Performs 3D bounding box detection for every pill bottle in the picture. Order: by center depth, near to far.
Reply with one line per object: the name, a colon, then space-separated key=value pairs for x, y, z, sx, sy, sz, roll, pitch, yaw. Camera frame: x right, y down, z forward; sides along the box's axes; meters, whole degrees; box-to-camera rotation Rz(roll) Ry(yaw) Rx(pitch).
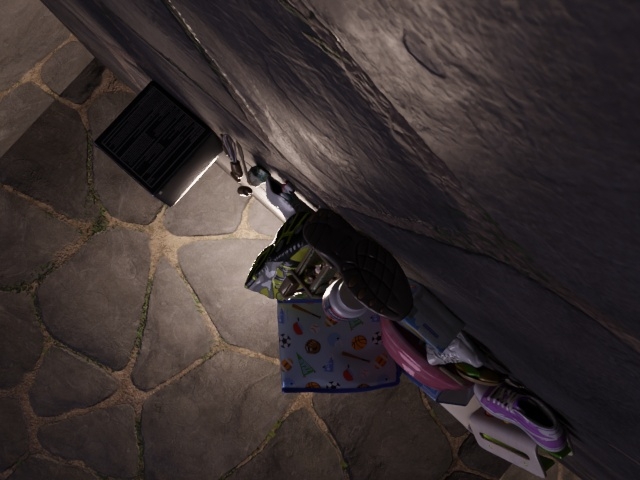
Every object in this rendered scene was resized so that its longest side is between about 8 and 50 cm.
pill bottle: x=0.069 y=0.147 z=1.338 sx=0.108 sy=0.108 sz=0.180 roll=41 pitch=164 yaw=3

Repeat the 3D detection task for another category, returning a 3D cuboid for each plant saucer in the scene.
plant saucer: x=0.304 y=0.323 z=1.556 sx=0.332 sy=0.084 sz=0.332 roll=32 pitch=-164 yaw=-10

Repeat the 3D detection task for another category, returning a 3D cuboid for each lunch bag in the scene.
lunch bag: x=0.070 y=0.321 z=1.746 sx=0.386 sy=0.327 sz=0.239 roll=-3 pitch=-173 yaw=11

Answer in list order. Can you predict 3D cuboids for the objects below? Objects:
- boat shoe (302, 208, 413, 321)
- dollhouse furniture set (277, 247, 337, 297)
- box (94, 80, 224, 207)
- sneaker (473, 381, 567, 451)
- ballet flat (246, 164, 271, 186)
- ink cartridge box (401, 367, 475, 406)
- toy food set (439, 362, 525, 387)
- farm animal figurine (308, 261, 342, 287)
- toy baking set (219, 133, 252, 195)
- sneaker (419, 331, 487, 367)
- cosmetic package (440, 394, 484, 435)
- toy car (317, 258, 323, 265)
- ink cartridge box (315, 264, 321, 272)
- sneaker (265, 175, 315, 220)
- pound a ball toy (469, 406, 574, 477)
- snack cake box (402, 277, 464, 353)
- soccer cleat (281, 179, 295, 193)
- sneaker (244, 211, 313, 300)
boat shoe: x=0.094 y=0.053 z=1.176 sx=0.324 sy=0.123 sz=0.116 roll=50 pitch=-175 yaw=30
dollhouse furniture set: x=0.012 y=0.088 z=1.355 sx=0.161 sy=0.182 sz=0.101 roll=-12 pitch=-127 yaw=-49
box: x=-0.546 y=-0.325 z=1.817 sx=0.294 sy=0.296 sz=0.183 roll=41 pitch=176 yaw=12
sneaker: x=0.520 y=0.430 z=1.411 sx=0.282 sy=0.102 sz=0.161 roll=26 pitch=160 yaw=48
ballet flat: x=-0.190 y=-0.188 z=1.584 sx=0.070 sy=0.070 sz=0.188 roll=42 pitch=176 yaw=-11
ink cartridge box: x=0.354 y=0.394 z=1.863 sx=0.270 sy=0.151 sz=0.395 roll=28 pitch=-170 yaw=-49
toy food set: x=0.414 y=0.335 z=1.350 sx=0.192 sy=0.038 sz=0.132 roll=8 pitch=-173 yaw=-21
farm animal figurine: x=0.053 y=0.153 z=1.985 sx=0.172 sy=0.330 sz=0.326 roll=42 pitch=149 yaw=29
toy baking set: x=-0.252 y=-0.219 z=1.550 sx=0.256 sy=0.030 sz=0.196 roll=25 pitch=139 yaw=67
sneaker: x=0.334 y=0.286 z=1.356 sx=0.090 sy=0.115 sz=0.232 roll=42 pitch=176 yaw=-18
cosmetic package: x=0.539 y=0.572 z=2.035 sx=0.155 sy=0.197 sz=0.365 roll=44 pitch=177 yaw=-34
toy car: x=0.000 y=0.000 z=1.616 sx=0.155 sy=0.148 sz=0.188 roll=22 pitch=-171 yaw=42
ink cartridge box: x=0.095 y=0.165 z=2.396 sx=0.283 sy=0.117 sz=0.207 roll=41 pitch=177 yaw=-4
sneaker: x=-0.084 y=-0.103 z=1.484 sx=0.212 sy=0.080 sz=0.094 roll=39 pitch=160 yaw=21
pound a ball toy: x=0.599 y=0.542 z=1.574 sx=0.135 sy=0.208 sz=0.319 roll=67 pitch=159 yaw=-8
snack cake box: x=0.218 y=0.161 z=1.296 sx=0.152 sy=0.089 sz=0.264 roll=41 pitch=177 yaw=-13
soccer cleat: x=-0.082 y=-0.134 z=1.381 sx=0.035 sy=0.029 sz=0.083 roll=45 pitch=172 yaw=3
sneaker: x=-0.073 y=0.050 z=1.472 sx=0.147 sy=0.145 sz=0.385 roll=29 pitch=143 yaw=-15
